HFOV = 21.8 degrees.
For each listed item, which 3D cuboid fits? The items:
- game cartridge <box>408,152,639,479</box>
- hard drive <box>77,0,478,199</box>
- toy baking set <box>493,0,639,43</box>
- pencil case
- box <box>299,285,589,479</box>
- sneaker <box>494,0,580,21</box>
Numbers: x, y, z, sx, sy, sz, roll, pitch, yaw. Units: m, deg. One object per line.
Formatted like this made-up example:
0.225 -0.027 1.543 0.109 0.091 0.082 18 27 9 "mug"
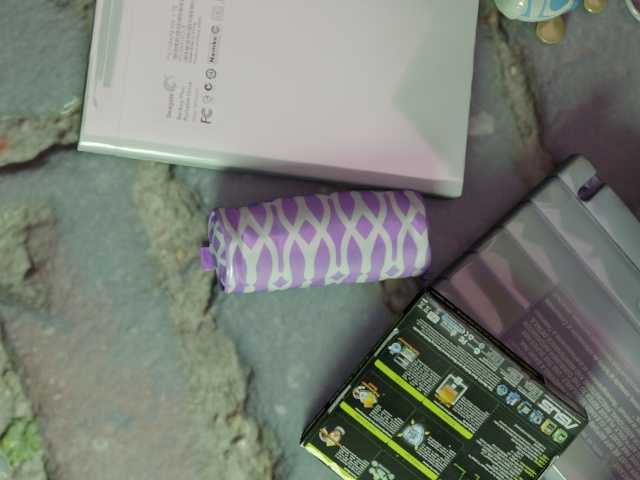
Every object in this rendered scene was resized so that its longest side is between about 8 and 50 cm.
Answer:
0.272 0.124 1.557 0.230 0.068 0.355 -41 94 -10 "game cartridge"
-0.034 -0.175 1.527 0.353 0.047 0.233 7 82 -11 "hard drive"
0.261 -0.297 1.619 0.256 0.030 0.197 -12 92 -8 "toy baking set"
0.000 0.000 1.493 0.206 0.088 0.086 -4 91 -14 "pencil case"
0.110 0.169 1.486 0.190 0.045 0.184 38 101 -3 "box"
0.197 -0.323 1.559 0.086 0.085 0.237 -4 90 -28 "sneaker"
